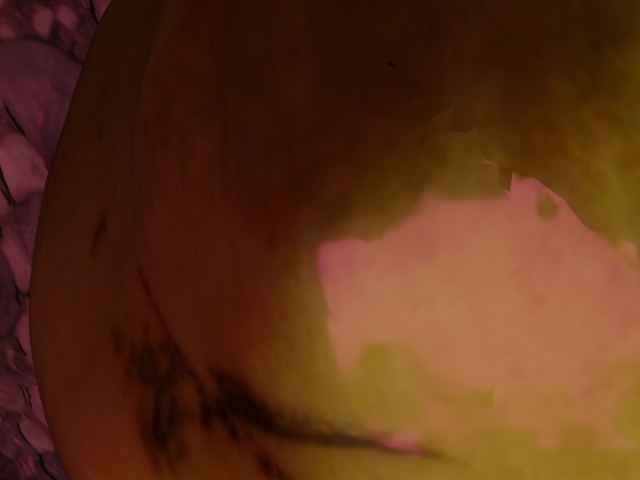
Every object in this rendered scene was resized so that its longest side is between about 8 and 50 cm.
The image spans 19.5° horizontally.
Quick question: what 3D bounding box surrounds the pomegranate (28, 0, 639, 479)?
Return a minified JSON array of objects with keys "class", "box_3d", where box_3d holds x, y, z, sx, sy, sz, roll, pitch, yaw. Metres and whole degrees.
[{"class":"pomegranate","box_3d":[0.088,0.000,0.504,0.332,0.332,0.332,27,139,26]}]
